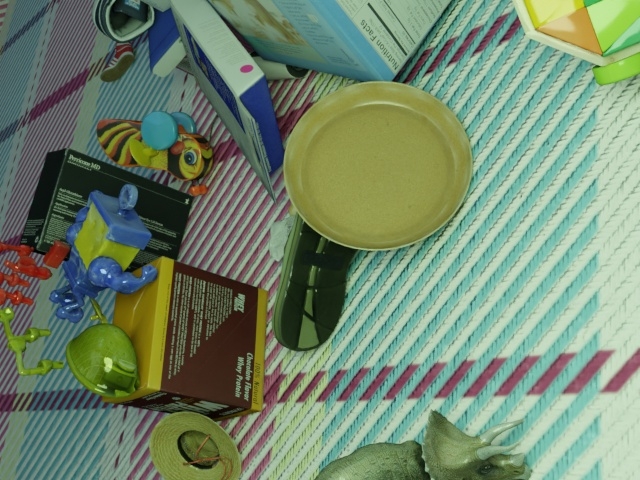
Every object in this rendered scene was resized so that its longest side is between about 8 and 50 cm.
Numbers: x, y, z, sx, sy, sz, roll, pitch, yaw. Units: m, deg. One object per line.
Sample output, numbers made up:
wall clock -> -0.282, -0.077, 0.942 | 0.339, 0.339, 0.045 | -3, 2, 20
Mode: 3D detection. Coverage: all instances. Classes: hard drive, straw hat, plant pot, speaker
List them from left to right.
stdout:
hard drive -> -0.260, -0.490, 1.467 | 0.210, 0.040, 0.319 | -38, 48, 34
straw hat -> -0.178, 0.306, 1.162 | 0.144, 0.144, 0.061 | -52, 0, 21
speaker -> -0.077, -0.304, 1.341 | 0.136, 0.055, 0.055 | 12, 83, 52
plant pot -> 0.072, -0.093, 0.985 | 0.236, 0.032, 0.236 | -2, 69, 6

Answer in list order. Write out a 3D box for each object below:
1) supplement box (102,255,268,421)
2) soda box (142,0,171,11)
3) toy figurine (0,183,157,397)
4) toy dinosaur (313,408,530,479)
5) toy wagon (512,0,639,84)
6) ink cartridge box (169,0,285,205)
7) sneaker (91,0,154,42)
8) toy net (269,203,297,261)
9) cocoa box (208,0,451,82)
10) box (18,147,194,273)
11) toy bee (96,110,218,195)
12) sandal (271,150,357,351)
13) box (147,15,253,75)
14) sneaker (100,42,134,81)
supplement box -> -0.195, 0.154, 1.154 | 0.129, 0.194, 0.191 | -24, 56, 43
soda box -> -0.242, -0.473, 1.349 | 0.216, 0.069, 0.074 | -6, 70, 48
toy figurine -> -0.320, 0.018, 1.067 | 0.217, 0.191, 0.362 | -55, 40, 9
toy dinosaur -> 0.051, 0.264, 0.800 | 0.121, 0.313, 0.160 | -124, 25, -58
toy wagon -> 0.333, -0.313, 0.707 | 0.344, 0.068, 0.267 | -21, 101, 22
ink cartridge box -> -0.136, -0.235, 1.231 | 0.069, 0.176, 0.371 | -23, 49, -9
sneaker -> -0.347, -0.506, 1.461 | 0.282, 0.099, 0.153 | -65, 33, 18
toy net -> -0.007, -0.071, 1.160 | 0.122, 0.045, 0.232 | 21, 91, 50
cocoa box -> -0.003, -0.396, 1.114 | 0.228, 0.231, 0.347 | -54, 38, -7
box -> -0.383, -0.035, 1.414 | 0.103, 0.261, 0.184 | 4, 76, 51
toy bee -> -0.270, -0.159, 1.424 | 0.298, 0.195, 0.162 | -1, 97, 39
sandal -> -0.002, 0.001, 1.066 | 0.303, 0.120, 0.086 | -68, 24, 2
box -> -0.208, -0.464, 1.523 | 0.213, 0.117, 0.243 | 7, 79, 51
sneaker -> -0.506, -0.448, 1.932 | 0.118, 0.042, 0.067 | -31, 55, 29
